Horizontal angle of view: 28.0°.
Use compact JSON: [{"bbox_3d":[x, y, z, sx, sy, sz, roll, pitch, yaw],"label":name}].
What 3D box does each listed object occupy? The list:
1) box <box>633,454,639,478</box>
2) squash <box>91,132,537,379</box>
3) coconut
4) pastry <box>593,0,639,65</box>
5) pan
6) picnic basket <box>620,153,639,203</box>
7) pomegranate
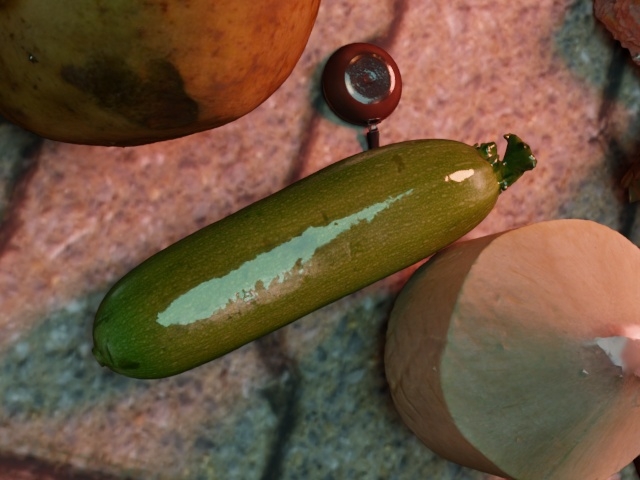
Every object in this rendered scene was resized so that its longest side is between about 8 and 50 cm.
[{"bbox_3d":[0.336,0.183,1.110,0.133,0.023,0.090,-24,93,-17],"label":"box"},{"bbox_3d":[0.000,0.000,0.973,0.379,0.101,0.101,-23,95,-15],"label":"squash"},{"bbox_3d":[0.163,0.085,0.956,0.202,0.222,0.202,2,84,-22],"label":"coconut"},{"bbox_3d":[0.360,-0.156,1.089,0.265,0.112,0.103,33,71,-14],"label":"pastry"},{"bbox_3d":[0.041,-0.104,1.029,0.068,0.023,0.115,-12,91,-19],"label":"pan"},{"bbox_3d":[0.314,-0.022,1.057,0.138,0.128,0.178,32,76,-10],"label":"picnic basket"},{"bbox_3d":[-0.125,-0.196,0.853,0.281,0.281,0.281,1,87,-18],"label":"pomegranate"}]
